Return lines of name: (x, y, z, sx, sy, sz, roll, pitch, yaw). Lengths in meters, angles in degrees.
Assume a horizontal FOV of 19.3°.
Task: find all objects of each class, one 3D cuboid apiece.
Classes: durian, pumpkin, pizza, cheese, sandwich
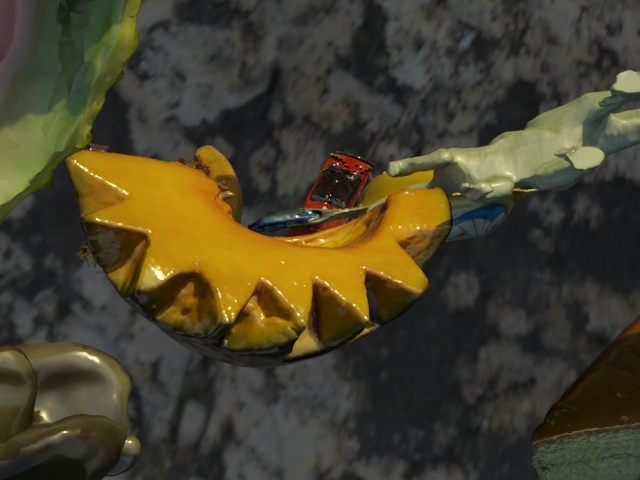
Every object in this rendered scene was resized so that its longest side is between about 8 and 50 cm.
durian: (-0.166, -0.136, 0.871, 0.157, 0.169, 0.355, 15, 128, 8)
pumpkin: (-0.048, 0.037, 1.129, 0.254, 0.130, 0.149, 5, 145, -29)
pizza: (-0.177, -0.029, 1.988, 0.194, 0.154, 0.069, -25, 130, 7)
cheese: (0.068, -0.030, 1.736, 0.270, 0.177, 0.069, -6, 87, -10)
sandwich: (0.285, 0.145, 1.680, 0.088, 0.244, 0.090, 24, 139, 31)

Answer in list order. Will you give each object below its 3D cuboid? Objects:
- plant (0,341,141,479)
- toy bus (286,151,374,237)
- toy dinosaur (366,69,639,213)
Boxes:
plant: (-0.218, 0.171, 0.953, 0.199, 0.188, 0.276, 24, 113, -17)
toy bus: (0.000, 0.000, 2.033, 0.073, 0.235, 0.096, 18, 135, 8)
toy dinosaur: (0.158, -0.061, 1.190, 0.242, 0.167, 0.053, -18, 86, -14)
